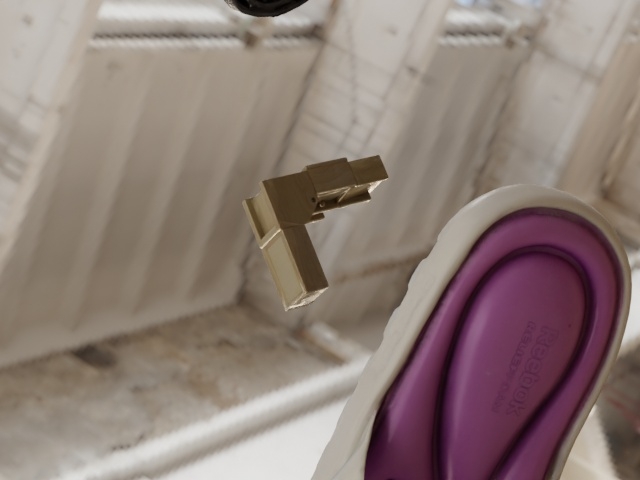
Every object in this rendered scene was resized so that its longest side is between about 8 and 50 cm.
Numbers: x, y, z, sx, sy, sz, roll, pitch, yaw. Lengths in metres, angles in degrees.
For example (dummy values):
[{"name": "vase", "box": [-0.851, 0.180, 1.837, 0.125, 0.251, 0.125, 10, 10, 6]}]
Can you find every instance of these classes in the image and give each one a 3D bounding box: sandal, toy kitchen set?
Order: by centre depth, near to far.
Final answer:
[{"name": "sandal", "box": [0.065, 0.172, 0.924, 0.102, 0.169, 0.416, -147, 70, -72]}, {"name": "toy kitchen set", "box": [0.000, 0.000, 1.026, 0.083, 0.075, 0.068, -14, -16, -29]}]

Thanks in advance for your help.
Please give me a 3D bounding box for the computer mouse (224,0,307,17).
[{"name": "computer mouse", "box": [-0.023, -0.287, 1.076, 0.189, 0.272, 0.072, -23, -18, -17]}]
